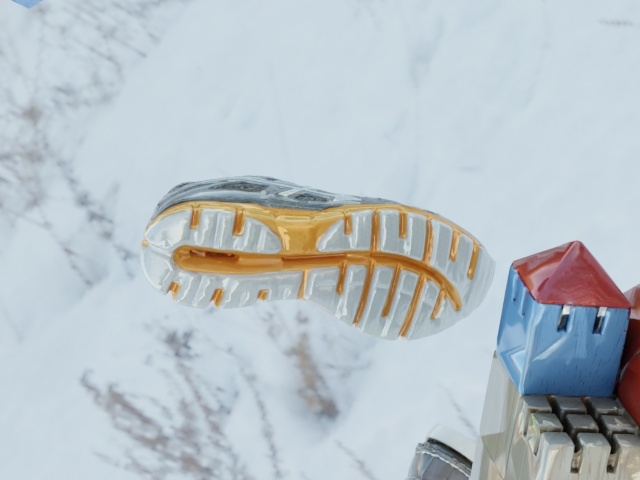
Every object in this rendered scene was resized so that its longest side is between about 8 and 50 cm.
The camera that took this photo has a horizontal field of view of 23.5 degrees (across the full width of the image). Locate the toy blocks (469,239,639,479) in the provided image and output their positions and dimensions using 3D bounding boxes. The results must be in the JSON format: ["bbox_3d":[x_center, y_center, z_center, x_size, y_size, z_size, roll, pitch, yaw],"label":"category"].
[{"bbox_3d":[0.232,0.092,0.759,0.190,0.382,0.260,-111,26,-66],"label":"toy blocks"}]

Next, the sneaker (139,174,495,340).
[{"bbox_3d":[0.000,0.000,0.913,0.083,0.215,0.084,-109,32,-65],"label":"sneaker"}]

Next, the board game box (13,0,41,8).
[{"bbox_3d":[-0.152,-0.165,0.829,0.090,0.090,0.020,-26,71,21],"label":"board game box"}]

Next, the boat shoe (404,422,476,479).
[{"bbox_3d":[0.148,0.326,1.862,0.117,0.324,0.096,29,68,17],"label":"boat shoe"}]
